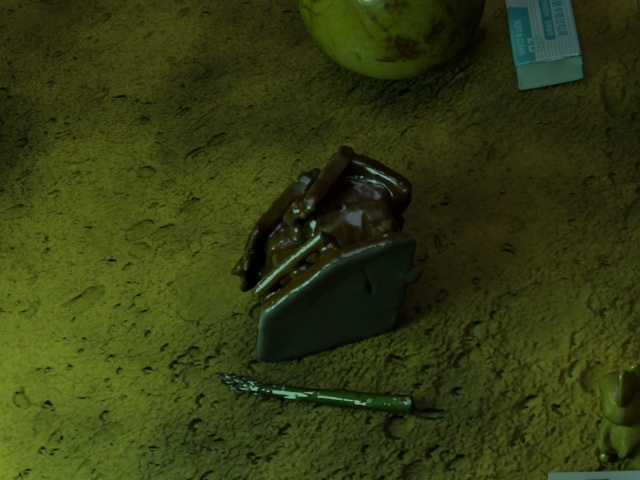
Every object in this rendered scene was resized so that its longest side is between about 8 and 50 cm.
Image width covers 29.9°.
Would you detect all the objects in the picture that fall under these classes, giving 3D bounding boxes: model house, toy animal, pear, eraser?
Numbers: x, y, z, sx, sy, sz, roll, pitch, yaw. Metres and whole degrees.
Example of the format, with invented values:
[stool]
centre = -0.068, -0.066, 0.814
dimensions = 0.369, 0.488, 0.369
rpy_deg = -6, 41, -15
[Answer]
[model house]
centre = 0.000, 0.001, 1.449
dimensions = 0.220, 0.199, 0.229
rpy_deg = -10, 47, -8
[toy animal]
centre = 0.311, 0.163, 1.194
dimensions = 0.070, 0.159, 0.083
rpy_deg = 24, 63, 38
[pear]
centre = 0.102, -0.367, 1.724
dimensions = 0.281, 0.280, 0.280
rpy_deg = -10, 44, 9
[eraser]
centre = 0.324, -0.312, 1.747
dimensions = 0.096, 0.052, 0.225
rpy_deg = -10, 45, 13

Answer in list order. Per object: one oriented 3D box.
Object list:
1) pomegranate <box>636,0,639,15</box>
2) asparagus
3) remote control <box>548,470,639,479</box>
[pomegranate]
centre = 0.573, -0.317, 1.456
dimensions = 0.412, 0.411, 0.411
rpy_deg = -10, 44, 9
[asparagus]
centre = -0.009, 0.177, 1.389
dimensions = 0.249, 0.024, 0.025
rpy_deg = 4, 5, 23
[remote control]
centre = 0.261, 0.340, 1.107
dimensions = 0.103, 0.055, 0.277
rpy_deg = -4, 45, 16
